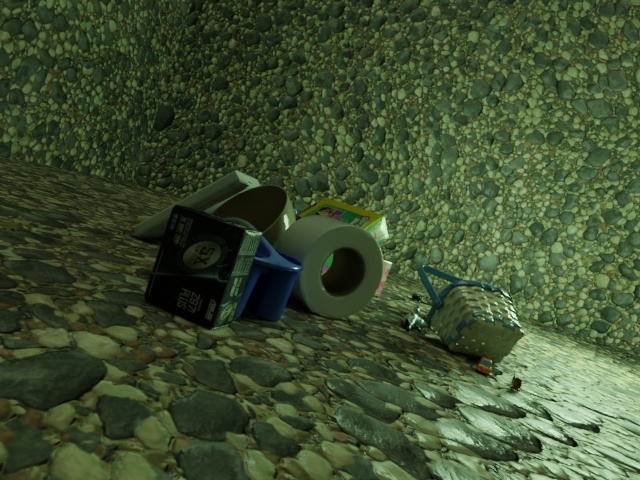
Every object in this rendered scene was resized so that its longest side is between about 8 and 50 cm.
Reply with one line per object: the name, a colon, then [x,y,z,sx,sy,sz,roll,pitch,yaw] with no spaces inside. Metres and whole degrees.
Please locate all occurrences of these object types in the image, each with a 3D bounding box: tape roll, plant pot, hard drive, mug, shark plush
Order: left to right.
mug: [-0.572,-0.055,1.566,0.064,0.062,0.078,11,-6,19]
hard drive: [-0.373,-0.104,1.511,0.047,0.353,0.233,64,8,4]
plant pot: [-0.182,0.000,1.409,0.284,0.284,0.190,22,-31,49]
tape roll: [0.020,0.063,1.275,0.246,0.246,0.169,17,5,-30]
shark plush: [0.284,0.243,1.444,0.067,0.073,0.161,50,6,13]

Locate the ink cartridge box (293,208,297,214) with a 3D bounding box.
ink cartridge box: [-0.282,-0.070,1.970,0.308,0.223,0.129,17,3,-18]

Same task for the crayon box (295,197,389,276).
crayon box: [0.000,0.000,1.689,0.363,0.106,0.313,-34,37,-29]

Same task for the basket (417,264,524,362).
basket: [0.421,0.196,1.397,0.255,0.201,0.288,18,34,-18]

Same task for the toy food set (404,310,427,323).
toy food set: [0.351,0.267,1.669,0.122,0.019,0.078,19,3,5]

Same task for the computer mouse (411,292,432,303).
computer mouse: [0.512,0.280,2.202,0.193,0.042,0.106,12,0,-12]

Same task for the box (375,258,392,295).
box: [0.112,0.108,1.869,0.300,0.154,0.142,17,5,-41]

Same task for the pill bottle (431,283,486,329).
pill bottle: [0.511,0.251,1.692,0.153,0.152,0.272,18,3,-13]

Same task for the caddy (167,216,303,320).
caddy: [-0.196,0.039,1.046,0.341,0.179,0.241,21,3,42]

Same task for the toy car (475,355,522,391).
toy car: [0.430,0.314,1.156,0.122,0.040,0.060,21,4,38]

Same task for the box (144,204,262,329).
box: [-0.207,0.045,0.858,0.148,0.180,0.077,20,3,16]
